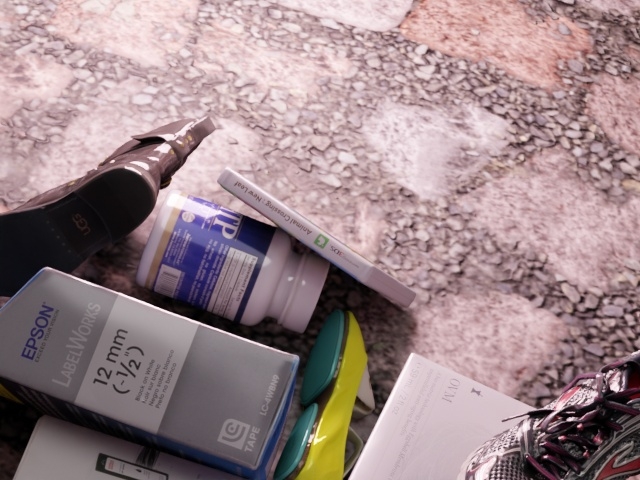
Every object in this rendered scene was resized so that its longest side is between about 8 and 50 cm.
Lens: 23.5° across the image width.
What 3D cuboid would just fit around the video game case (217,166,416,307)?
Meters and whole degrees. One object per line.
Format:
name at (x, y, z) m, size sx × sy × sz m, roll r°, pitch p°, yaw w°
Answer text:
video game case at (0.000, 0.000, 1.649) m, size 0.193 × 0.212 × 0.023 m, roll 34°, pitch 90°, yaw 18°

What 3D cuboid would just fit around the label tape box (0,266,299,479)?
label tape box at (-0.199, 0.115, 1.413) m, size 0.348 × 0.249 × 0.115 m, roll 22°, pitch 77°, yaw 3°

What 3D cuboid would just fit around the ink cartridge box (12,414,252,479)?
ink cartridge box at (-0.171, 0.254, 1.367) m, size 0.203 × 0.148 × 0.086 m, roll 17°, pitch 47°, yaw 1°

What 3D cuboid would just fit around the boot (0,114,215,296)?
boot at (-0.245, -0.043, 1.659) m, size 0.263 × 0.091 × 0.229 m, roll -23°, pitch 15°, yaw 16°

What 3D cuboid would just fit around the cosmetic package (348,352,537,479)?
cosmetic package at (0.135, 0.262, 1.459) m, size 0.225 × 0.138 × 0.224 m, roll 25°, pitch 45°, yaw 6°

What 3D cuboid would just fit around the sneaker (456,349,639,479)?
sneaker at (0.238, 0.175, 1.397) m, size 0.299 × 0.112 × 0.121 m, roll -30°, pitch 63°, yaw -37°

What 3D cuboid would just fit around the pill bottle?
pill bottle at (-0.091, 0.028, 1.632) m, size 0.187 × 0.112 × 0.112 m, roll 21°, pitch 45°, yaw -3°

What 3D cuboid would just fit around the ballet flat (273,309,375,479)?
ballet flat at (0.014, 0.175, 1.563) m, size 0.077 × 0.077 × 0.231 m, roll 32°, pitch 46°, yaw -15°
